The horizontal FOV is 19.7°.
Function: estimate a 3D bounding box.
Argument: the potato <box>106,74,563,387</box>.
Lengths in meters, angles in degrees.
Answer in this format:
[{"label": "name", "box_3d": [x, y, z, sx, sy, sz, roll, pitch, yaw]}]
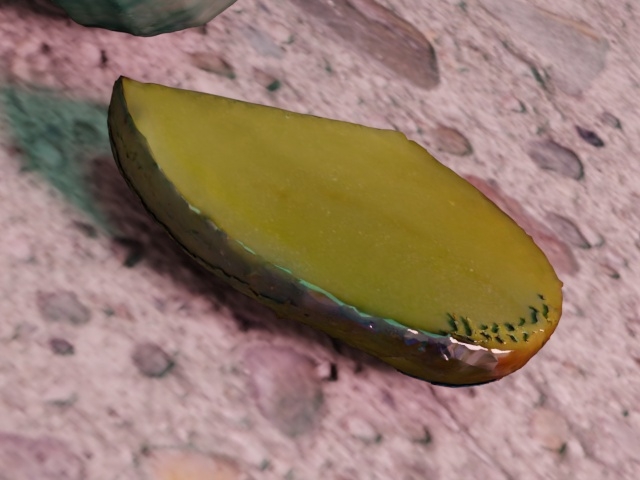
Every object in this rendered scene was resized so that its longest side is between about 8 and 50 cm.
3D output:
[{"label": "potato", "box_3d": [0.000, 0.000, 0.740, 0.198, 0.054, 0.119, 20, 41, -16]}]

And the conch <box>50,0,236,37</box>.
[{"label": "conch", "box_3d": [-0.108, -0.164, 0.777, 0.202, 0.134, 0.196, 24, -6, -9]}]
